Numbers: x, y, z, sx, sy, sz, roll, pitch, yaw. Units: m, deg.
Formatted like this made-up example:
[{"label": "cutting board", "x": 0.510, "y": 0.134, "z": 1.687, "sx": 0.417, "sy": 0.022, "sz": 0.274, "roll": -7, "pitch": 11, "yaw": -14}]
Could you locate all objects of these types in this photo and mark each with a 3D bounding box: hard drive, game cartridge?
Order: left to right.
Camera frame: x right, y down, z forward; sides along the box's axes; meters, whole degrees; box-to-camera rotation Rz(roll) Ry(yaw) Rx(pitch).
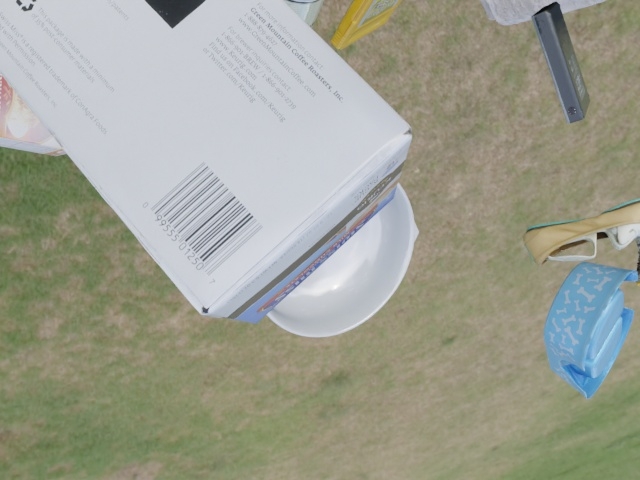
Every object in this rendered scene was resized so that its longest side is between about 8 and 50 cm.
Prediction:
[{"label": "game cartridge", "x": 0.184, "y": -0.726, "z": 1.757, "sx": 0.285, "sy": 0.053, "sz": 0.324, "roll": -41, "pitch": 175, "yaw": -34}, {"label": "hard drive", "x": 0.297, "y": -0.221, "z": 0.725, "sx": 0.022, "sy": 0.094, "sz": 0.135, "roll": -15, "pitch": 107, "yaw": 35}]

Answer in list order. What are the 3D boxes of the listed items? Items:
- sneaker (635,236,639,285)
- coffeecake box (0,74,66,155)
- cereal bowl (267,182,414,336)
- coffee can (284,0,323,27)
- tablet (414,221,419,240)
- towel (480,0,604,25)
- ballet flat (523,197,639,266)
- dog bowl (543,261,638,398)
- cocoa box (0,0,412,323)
[{"label": "sneaker", "x": 0.730, "y": 0.055, "z": 1.286, "sx": 0.092, "sy": 0.225, "sz": 0.088, "roll": -20, "pitch": 170, "yaw": -1}, {"label": "coffeecake box", "x": -0.498, "y": -0.226, "z": 0.966, "sx": 0.068, "sy": 0.142, "sz": 0.185, "roll": -2, "pitch": 176, "yaw": 35}, {"label": "cereal bowl", "x": 0.000, "y": 0.000, "z": 1.088, "sx": 0.338, "sy": 0.141, "sz": 0.339, "roll": -12, "pitch": 114, "yaw": -27}, {"label": "coffee can", "x": -0.107, "y": -0.622, "z": 1.583, "sx": 0.201, "sy": 0.202, "sz": 0.275, "roll": -2, "pitch": 157, "yaw": -21}, {"label": "tablet", "x": 0.190, "y": -0.026, "z": 1.274, "sx": 0.006, "sy": 0.054, "sz": 0.083, "roll": 9, "pitch": 145, "yaw": 37}, {"label": "towel", "x": 0.339, "y": -0.422, "z": 0.856, "sx": 0.282, "sy": 0.049, "sz": 0.187, "roll": 0, "pitch": 140, "yaw": 49}, {"label": "ballet flat", "x": 0.455, "y": -0.009, "z": 0.966, "sx": 0.232, "sy": 0.073, "sz": 0.080, "roll": -16, "pitch": 157, "yaw": 15}, {"label": "dog bowl", "x": 0.424, "y": 0.139, "z": 0.934, "sx": 0.166, "sy": 0.074, "sz": 0.297, "roll": -54, "pitch": 144, "yaw": -12}, {"label": "cocoa box", "x": -0.112, "y": -0.118, "z": 0.599, "sx": 0.231, "sy": 0.347, "sz": 0.228, "roll": -42, "pitch": 170, "yaw": -5}]
